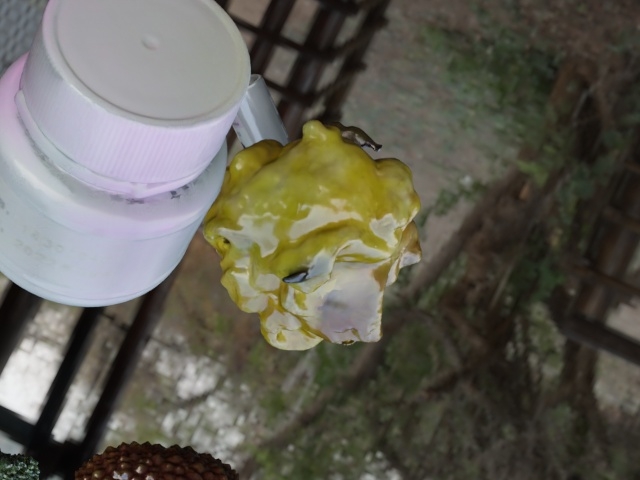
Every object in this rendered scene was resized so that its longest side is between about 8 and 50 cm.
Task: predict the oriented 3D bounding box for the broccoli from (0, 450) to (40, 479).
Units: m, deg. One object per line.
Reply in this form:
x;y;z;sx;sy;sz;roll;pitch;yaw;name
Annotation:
-0.545;0.412;2.081;0.176;0.198;0.226;7;-140;-2;broccoli

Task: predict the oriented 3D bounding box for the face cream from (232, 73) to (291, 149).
-0.071;-0.123;2.049;0.269;0.073;0.107;66;176;-20;face cream

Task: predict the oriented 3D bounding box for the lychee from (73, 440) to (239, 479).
-0.240;0.398;1.888;0.271;0.271;0.271;26;176;2;lychee

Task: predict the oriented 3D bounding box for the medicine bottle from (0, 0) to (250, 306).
-0.210;-0.099;1.312;0.241;0.241;0.302;27;140;-7;medicine bottle

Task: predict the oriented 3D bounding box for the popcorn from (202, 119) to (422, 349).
0.000;0.000;1.764;0.316;0.297;0.281;59;-156;-12;popcorn
